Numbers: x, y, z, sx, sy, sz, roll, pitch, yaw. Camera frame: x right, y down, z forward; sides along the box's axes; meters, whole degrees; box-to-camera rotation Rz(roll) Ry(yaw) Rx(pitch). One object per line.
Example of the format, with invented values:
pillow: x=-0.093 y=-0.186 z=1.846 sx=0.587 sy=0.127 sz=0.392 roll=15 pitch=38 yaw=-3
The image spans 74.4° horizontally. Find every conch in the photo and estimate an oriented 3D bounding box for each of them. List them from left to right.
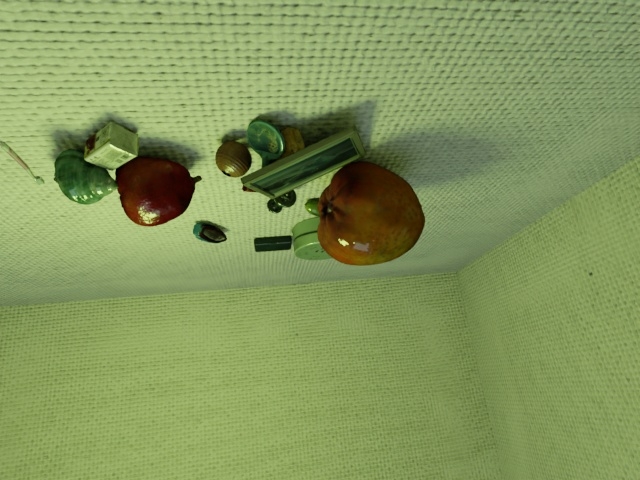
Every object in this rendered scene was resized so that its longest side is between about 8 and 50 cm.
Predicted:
conch: x=-0.839 y=-0.216 z=1.486 sx=0.278 sy=0.195 sz=0.220 roll=9 pitch=143 yaw=12

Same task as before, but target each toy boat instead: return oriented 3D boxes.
toy boat: x=-0.602 y=-0.035 z=2.278 sx=0.097 sy=0.100 sz=0.223 roll=11 pitch=172 yaw=31

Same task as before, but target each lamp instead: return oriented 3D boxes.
lamp: x=-0.319 y=-0.297 z=1.552 sx=0.137 sy=0.136 sz=0.136 roll=-6 pitch=161 yaw=-2

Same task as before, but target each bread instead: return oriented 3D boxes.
bread: x=-0.138 y=-0.328 z=1.568 sx=0.084 sy=0.113 sz=0.211 roll=-14 pitch=167 yaw=-34

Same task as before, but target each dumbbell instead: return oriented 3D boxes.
dumbbell: x=-0.196 y=-0.180 z=1.991 sx=0.111 sy=0.110 sz=0.255 roll=2 pitch=165 yaw=-25

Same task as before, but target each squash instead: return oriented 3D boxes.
squash: x=0.059 y=-0.146 z=2.186 sx=0.341 sy=0.094 sz=0.095 roll=15 pitch=152 yaw=-41

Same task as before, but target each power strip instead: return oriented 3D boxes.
power strip: x=0.000 y=0.000 z=2.466 sx=0.359 sy=0.161 sz=0.357 roll=-6 pitch=161 yaw=-2

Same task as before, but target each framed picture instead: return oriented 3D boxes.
framed picture: x=-0.046 y=-0.282 z=1.609 sx=0.447 sy=0.028 sz=0.326 roll=-23 pitch=171 yaw=11

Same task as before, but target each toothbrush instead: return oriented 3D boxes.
toothbrush: x=-1.082 y=-0.274 z=1.540 sx=0.025 sy=0.020 sz=0.286 roll=-11 pitch=163 yaw=-13

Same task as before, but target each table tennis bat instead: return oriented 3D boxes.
table tennis bat: x=-0.197 y=-0.325 z=1.511 sx=0.149 sy=0.038 sz=0.237 roll=22 pitch=141 yaw=11

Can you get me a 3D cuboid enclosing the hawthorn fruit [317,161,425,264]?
hawthorn fruit: x=0.211 y=-0.104 z=1.820 sx=0.473 sy=0.470 sz=0.471 roll=-6 pitch=161 yaw=-2

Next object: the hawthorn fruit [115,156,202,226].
hawthorn fruit: x=-0.603 y=-0.193 z=1.598 sx=0.308 sy=0.264 sz=0.265 roll=-19 pitch=166 yaw=-21

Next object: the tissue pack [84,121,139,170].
tissue pack: x=-0.703 y=-0.316 z=1.423 sx=0.149 sy=0.099 sz=0.106 roll=-18 pitch=156 yaw=30

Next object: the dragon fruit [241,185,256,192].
dragon fruit: x=-0.282 y=-0.245 z=1.866 sx=0.132 sy=0.063 sz=0.097 roll=2 pitch=-169 yaw=-24

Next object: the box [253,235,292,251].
box: x=-0.293 y=0.024 z=2.606 sx=0.231 sy=0.050 sz=0.160 roll=-4 pitch=161 yaw=-8
